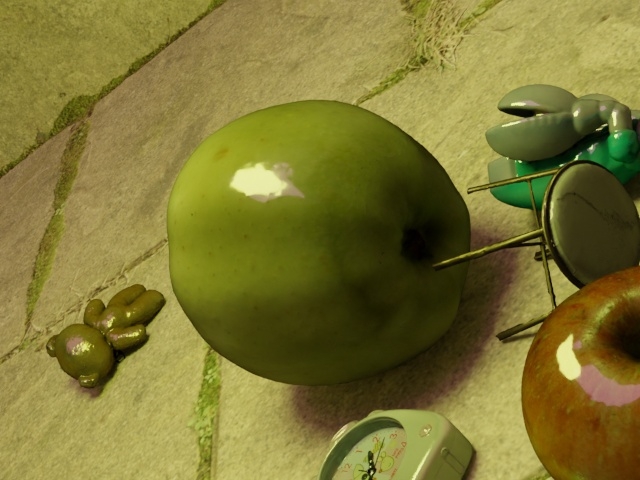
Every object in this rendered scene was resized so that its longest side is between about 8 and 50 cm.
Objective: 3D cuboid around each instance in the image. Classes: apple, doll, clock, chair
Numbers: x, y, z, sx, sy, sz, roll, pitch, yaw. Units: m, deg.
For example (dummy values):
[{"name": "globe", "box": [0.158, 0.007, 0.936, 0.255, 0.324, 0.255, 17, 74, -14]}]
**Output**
[{"name": "apple", "box": [0.290, 0.134, 1.025, 0.237, 0.207, 0.236, -16, 46, 17]}, {"name": "apple", "box": [0.000, 0.000, 1.432, 0.357, 0.357, 0.357, -33, 29, 21]}, {"name": "doll", "box": [-0.348, 0.156, 1.991, 0.137, 0.097, 0.209, 31, 57, 31]}, {"name": "doll", "box": [0.321, -0.115, 1.401, 0.258, 0.195, 0.153, -6, 76, 14]}, {"name": "clock", "box": [0.062, 0.255, 1.288, 0.191, 0.062, 0.151, -3, 48, 53]}, {"name": "chair", "box": [0.292, -0.006, 1.249, 0.326, 0.170, 0.159, -19, 34, 51]}]
